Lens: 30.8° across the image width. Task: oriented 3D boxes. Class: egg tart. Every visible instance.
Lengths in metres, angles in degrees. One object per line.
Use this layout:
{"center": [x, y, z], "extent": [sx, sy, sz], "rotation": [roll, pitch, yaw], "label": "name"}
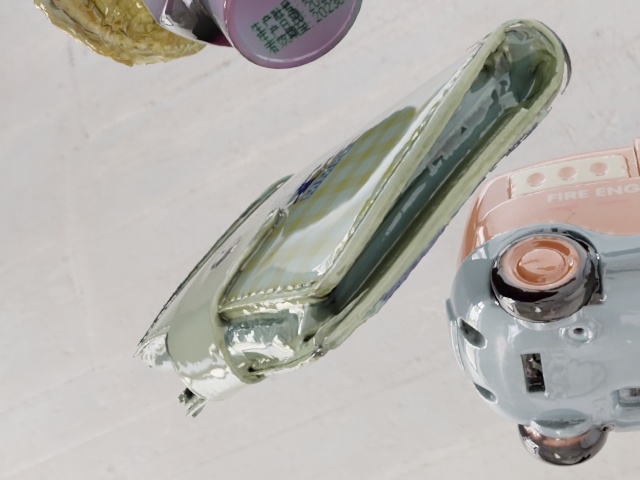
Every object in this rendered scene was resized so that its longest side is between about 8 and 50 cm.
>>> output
{"center": [-0.192, -0.326, 1.293], "extent": [0.107, 0.291, 0.290], "rotation": [-31, 56, 54], "label": "egg tart"}

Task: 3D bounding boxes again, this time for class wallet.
{"center": [0.000, 0.000, 0.702], "extent": [0.077, 0.309, 0.223], "rotation": [46, 66, -6], "label": "wallet"}

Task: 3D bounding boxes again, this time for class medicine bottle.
{"center": [-0.050, -0.177, 0.656], "extent": [0.188, 0.094, 0.119], "rotation": [55, 135, 44], "label": "medicine bottle"}

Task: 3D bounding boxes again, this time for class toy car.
{"center": [0.225, 0.021, 0.823], "extent": [0.271, 0.180, 0.212], "rotation": [-6, 43, 12], "label": "toy car"}
